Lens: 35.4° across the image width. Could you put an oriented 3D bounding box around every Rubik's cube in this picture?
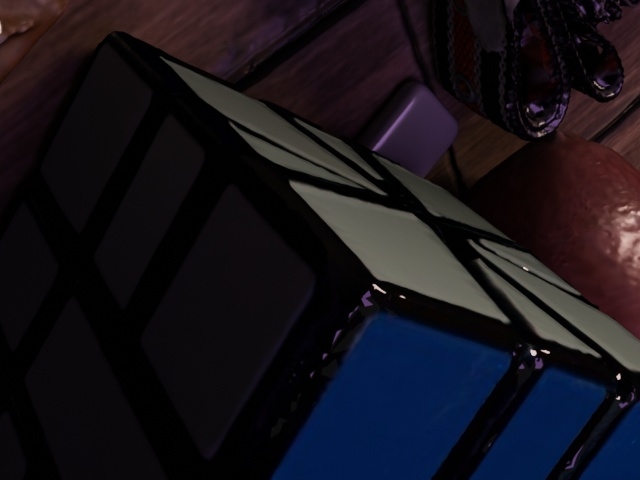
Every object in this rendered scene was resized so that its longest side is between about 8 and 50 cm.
[{"bbox_3d":[-0.021,0.097,0.546,0.288,0.293,0.283,21,104,-36],"label":"Rubik's cube"}]

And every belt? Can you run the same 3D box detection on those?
[{"bbox_3d":[0.092,-0.195,0.588,0.126,0.094,0.359,-45,139,-2],"label":"belt"}]

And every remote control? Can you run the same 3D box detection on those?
[{"bbox_3d":[0.000,0.000,0.716,0.261,0.029,0.067,-51,135,1],"label":"remote control"}]

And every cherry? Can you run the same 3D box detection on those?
[{"bbox_3d":[0.199,0.062,0.764,0.221,0.261,0.307,-31,120,-19],"label":"cherry"}]

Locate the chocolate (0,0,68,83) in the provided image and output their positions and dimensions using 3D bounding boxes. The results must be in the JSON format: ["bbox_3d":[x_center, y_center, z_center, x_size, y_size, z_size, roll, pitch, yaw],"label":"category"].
[{"bbox_3d":[-0.202,-0.117,0.395,0.148,0.093,0.214,-45,140,-1],"label":"chocolate"}]
